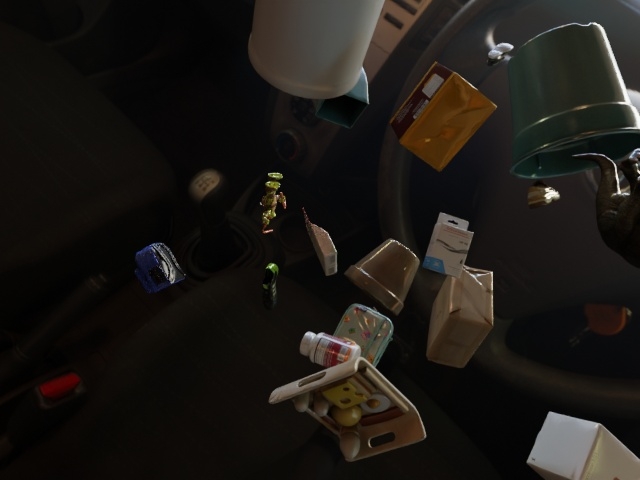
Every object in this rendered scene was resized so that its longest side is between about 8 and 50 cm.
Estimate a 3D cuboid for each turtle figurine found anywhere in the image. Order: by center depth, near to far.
[{"bbox_3d":[-0.206,-0.176,1.748,0.087,0.218,0.270,18,41,8],"label":"turtle figurine"}]

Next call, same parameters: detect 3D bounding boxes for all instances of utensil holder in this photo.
[{"bbox_3d":[-0.001,-0.613,1.015,0.326,0.386,0.328,7,57,-11],"label":"utensil holder"}]

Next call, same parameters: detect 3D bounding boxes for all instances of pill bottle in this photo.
[{"bbox_3d":[0.025,0.302,1.113,0.151,0.086,0.086,15,46,24],"label":"pill bottle"}]

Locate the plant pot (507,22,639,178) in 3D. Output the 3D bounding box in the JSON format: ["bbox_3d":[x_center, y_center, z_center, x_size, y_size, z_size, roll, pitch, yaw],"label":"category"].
[{"bbox_3d":[0.693,-0.389,1.166,0.340,0.341,0.335,-2,80,-22],"label":"plant pot"}]

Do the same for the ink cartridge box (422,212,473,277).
[{"bbox_3d":[0.392,0.012,1.253,0.104,0.060,0.180,17,89,-3],"label":"ink cartridge box"}]

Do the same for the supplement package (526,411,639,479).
[{"bbox_3d":[0.775,0.660,1.157,0.293,0.175,0.178,41,70,-7],"label":"supplement package"}]

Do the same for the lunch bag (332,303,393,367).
[{"bbox_3d":[0.177,0.418,1.747,0.223,0.108,0.279,24,76,27],"label":"lunch bag"}]

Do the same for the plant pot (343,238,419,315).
[{"bbox_3d":[0.323,0.157,1.986,0.323,0.323,0.280,39,87,10],"label":"plant pot"}]

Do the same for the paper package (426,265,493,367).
[{"bbox_3d":[0.573,0.308,1.711,0.167,0.325,0.310,15,46,7],"label":"paper package"}]

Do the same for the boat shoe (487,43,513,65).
[{"bbox_3d":[0.588,-0.610,1.351,0.046,0.038,0.125,33,57,26],"label":"boat shoe"}]

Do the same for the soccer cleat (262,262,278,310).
[{"bbox_3d":[-0.188,0.171,1.477,0.060,0.179,0.072,9,13,16],"label":"soccer cleat"}]

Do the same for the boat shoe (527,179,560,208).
[{"bbox_3d":[0.633,-0.138,1.171,0.189,0.068,0.072,-15,86,-54],"label":"boat shoe"}]

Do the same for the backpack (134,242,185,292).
[{"bbox_3d":[-0.442,0.073,1.100,0.101,0.098,0.120,-26,93,2],"label":"backpack"}]

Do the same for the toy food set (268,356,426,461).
[{"bbox_3d":[0.065,0.389,0.910,0.306,0.219,0.093,48,25,-30],"label":"toy food set"}]

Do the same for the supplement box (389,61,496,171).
[{"bbox_3d":[0.291,-0.311,1.024,0.129,0.191,0.194,31,26,-16],"label":"supplement box"}]

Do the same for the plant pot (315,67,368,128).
[{"bbox_3d":[0.093,-0.625,1.694,0.165,0.165,0.235,15,62,-18],"label":"plant pot"}]

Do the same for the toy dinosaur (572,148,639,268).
[{"bbox_3d":[0.435,-0.016,0.540,0.120,0.161,0.313,-24,41,-16],"label":"toy dinosaur"}]

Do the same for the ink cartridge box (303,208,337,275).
[{"bbox_3d":[0.000,0.000,1.568,0.056,0.181,0.225,-18,63,-6],"label":"ink cartridge box"}]
